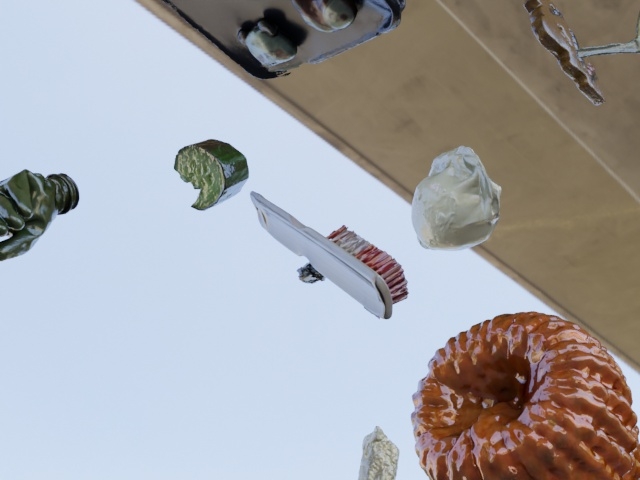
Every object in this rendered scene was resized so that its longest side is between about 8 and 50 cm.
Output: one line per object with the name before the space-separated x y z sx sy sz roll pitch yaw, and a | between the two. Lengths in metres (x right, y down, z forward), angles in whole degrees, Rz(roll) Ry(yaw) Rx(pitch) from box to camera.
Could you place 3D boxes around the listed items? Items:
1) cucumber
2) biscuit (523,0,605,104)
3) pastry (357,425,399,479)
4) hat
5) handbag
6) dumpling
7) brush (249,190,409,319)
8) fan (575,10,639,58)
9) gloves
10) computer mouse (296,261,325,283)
cucumber | -0.304 -0.192 1.909 0.191 0.130 0.191 7 -70 20
biscuit | 0.562 -0.436 1.554 0.043 0.278 0.301 -33 -72 32
pastry | 0.118 0.549 1.531 0.089 0.258 0.121 21 -32 -6
hat | 0.324 0.295 0.917 0.285 0.285 0.400 -35 -65 30
handbag | -0.090 -0.323 0.750 0.329 0.121 0.303 27 -16 -30
dumpling | 0.241 -0.076 1.270 0.147 0.193 0.258 -3 -22 -22
brush | 0.000 0.000 0.820 0.050 0.321 0.060 -29 -59 -19
fan | 0.605 -0.342 1.162 0.335 0.229 0.011 -6 -15 5
gloves | -0.498 -0.049 1.142 0.107 0.268 0.135 4 -72 3
computer mouse | 0.002 0.085 2.108 0.146 0.242 0.077 -35 -90 14
